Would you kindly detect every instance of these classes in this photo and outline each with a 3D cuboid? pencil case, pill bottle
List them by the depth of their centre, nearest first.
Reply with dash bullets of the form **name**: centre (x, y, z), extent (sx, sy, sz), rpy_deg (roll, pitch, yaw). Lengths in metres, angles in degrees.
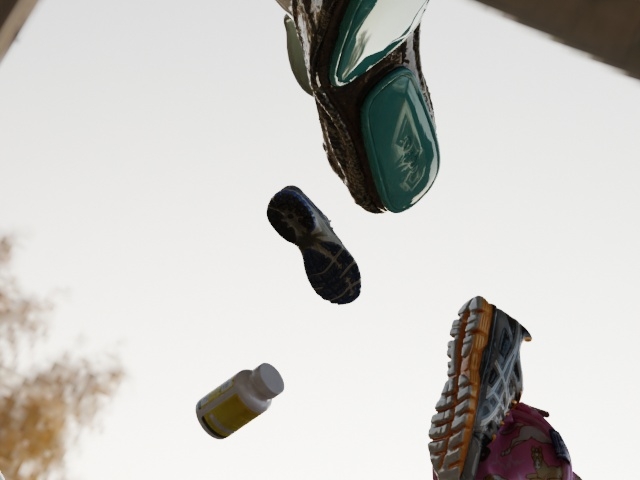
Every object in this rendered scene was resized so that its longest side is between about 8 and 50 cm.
- **pencil case**: centre (0.234, 0.302, 1.958), extent (0.160, 0.167, 0.386), rpy_deg (44, -5, 23)
- **pill bottle**: centre (-0.105, 0.210, 2.202), extent (0.116, 0.065, 0.065), rpy_deg (-36, -62, 27)

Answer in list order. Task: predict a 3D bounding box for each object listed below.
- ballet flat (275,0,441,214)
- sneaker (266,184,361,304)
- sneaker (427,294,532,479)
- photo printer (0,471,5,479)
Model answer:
- **ballet flat**: centre (0.028, -0.206, 1.718), extent (0.182, 0.164, 0.483), rpy_deg (41, -20, 25)
- **sneaker**: centre (0.000, 0.000, 1.617), extent (0.052, 0.058, 0.135), rpy_deg (-27, -72, 16)
- **sneaker**: centre (0.175, 0.168, 1.781), extent (0.083, 0.215, 0.084), rpy_deg (22, -21, -20)
- **photo printer**: centre (-0.433, 0.314, 1.718), extent (0.107, 0.256, 0.307), rpy_deg (51, -6, -36)
